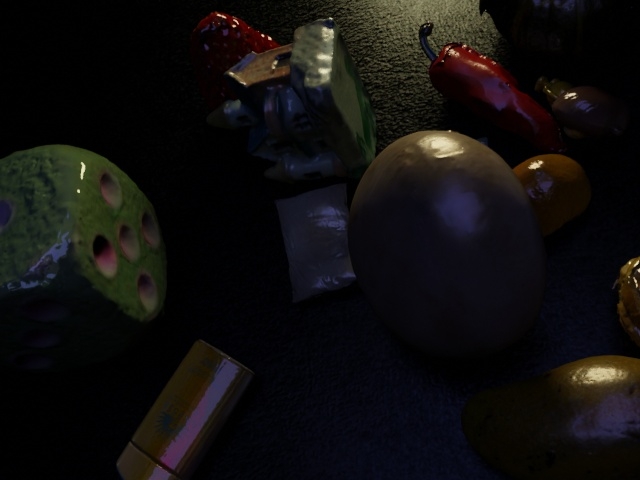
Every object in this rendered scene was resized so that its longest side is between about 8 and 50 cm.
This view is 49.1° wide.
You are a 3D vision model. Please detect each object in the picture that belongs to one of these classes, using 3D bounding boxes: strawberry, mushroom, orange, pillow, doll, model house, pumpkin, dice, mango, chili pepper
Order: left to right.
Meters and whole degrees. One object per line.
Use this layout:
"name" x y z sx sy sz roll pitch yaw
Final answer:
"dice" -0.488 0.044 1.287 0.322 0.330 0.318 -14 56 12
"strawberry" -0.175 -0.363 1.437 0.205 0.244 0.205 -8 63 17
"model house" -0.082 -0.227 1.335 0.325 0.267 0.194 -7 56 21
"pillow" 0.000 0.000 1.312 0.148 0.050 0.230 -15 58 5
"mushroom" 0.212 0.001 1.089 0.294 0.362 0.362 -16 55 -26
"chili pepper" 0.313 -0.283 1.325 0.110 0.110 0.387 -43 62 -7
"orange" 0.380 -0.082 1.203 0.160 0.112 0.170 7 55 21
"pumpkin" 0.470 -0.484 1.321 0.320 0.192 0.320 -7 61 13
"mango" 0.367 0.264 0.999 0.329 0.176 0.176 -10 17 13
"doll" 0.472 -0.235 1.255 0.145 0.096 0.188 16 26 -13

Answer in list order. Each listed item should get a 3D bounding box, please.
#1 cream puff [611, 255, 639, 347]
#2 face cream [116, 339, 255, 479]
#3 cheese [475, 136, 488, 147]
"cream puff" 0.525 0.100 1.045 0.189 0.129 0.189 0 55 0
"face cream" -0.241 0.322 1.215 0.139 0.067 0.285 24 74 29
"cheese" 0.256 -0.167 1.326 0.120 0.026 0.067 -3 64 16
